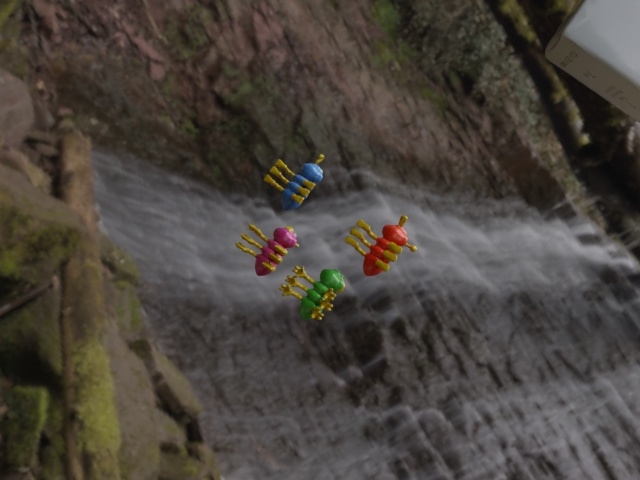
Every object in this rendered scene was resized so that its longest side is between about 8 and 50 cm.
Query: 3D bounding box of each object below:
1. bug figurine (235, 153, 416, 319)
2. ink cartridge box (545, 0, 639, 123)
[{"bbox_3d":[0.000,0.000,1.364,0.279,0.216,0.072,40,-2,32],"label":"bug figurine"},{"bbox_3d":[0.346,-0.189,0.672,0.239,0.275,0.060,35,-4,2],"label":"ink cartridge box"}]
